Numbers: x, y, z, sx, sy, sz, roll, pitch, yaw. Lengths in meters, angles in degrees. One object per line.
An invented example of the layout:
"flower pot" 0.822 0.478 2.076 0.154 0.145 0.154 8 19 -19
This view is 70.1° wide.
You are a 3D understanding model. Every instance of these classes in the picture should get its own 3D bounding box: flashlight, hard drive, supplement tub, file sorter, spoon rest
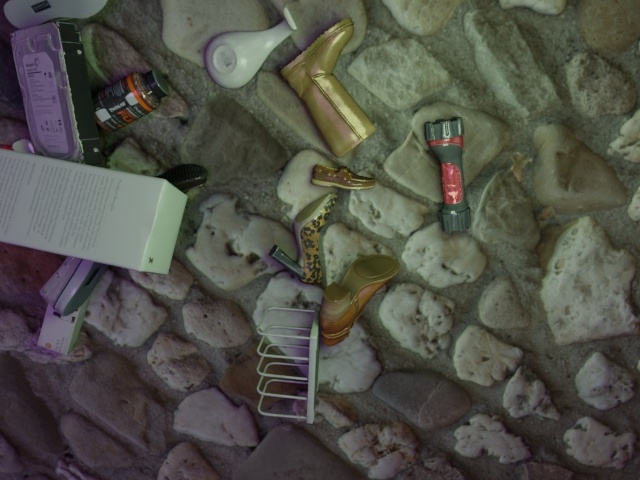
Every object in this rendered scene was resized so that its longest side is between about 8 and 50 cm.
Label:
"flashlight" 0.344 -0.171 1.224 0.103 0.103 0.303 -9 105 4
"hard drive" -0.682 -0.365 1.176 0.237 0.064 0.338 9 109 31
"supplement tub" -0.500 -0.372 1.199 0.198 0.106 0.106 -25 104 10
"file sorter" -0.092 0.359 1.355 0.173 0.193 0.277 3 106 4
"spoon rest" -0.177 -0.495 1.174 0.276 0.084 0.137 -21 104 22

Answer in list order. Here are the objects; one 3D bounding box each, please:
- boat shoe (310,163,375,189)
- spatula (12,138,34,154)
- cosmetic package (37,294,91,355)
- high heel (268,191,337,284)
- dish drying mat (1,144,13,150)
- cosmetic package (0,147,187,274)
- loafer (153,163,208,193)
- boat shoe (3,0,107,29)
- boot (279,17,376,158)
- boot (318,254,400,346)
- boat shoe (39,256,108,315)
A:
"boat shoe" 0.064 -0.175 1.255 0.178 0.064 0.060 6 109 3
"spatula" -0.832 -0.147 1.289 0.168 0.019 0.242 -36 105 -24
"cosmetic package" -0.791 0.232 1.413 0.099 0.060 0.239 22 106 -3
"high heel" 0.000 0.000 1.315 0.186 0.093 0.261 39 96 -27
"dish drying mat" -0.896 -0.231 1.308 0.032 0.008 0.083 11 106 -2
"cosmetic package" -0.602 -0.069 1.158 0.454 0.161 0.230 12 82 6
"loafer" -0.414 -0.150 1.286 0.220 0.080 0.078 -15 138 6
"boat shoe" -0.653 -0.600 1.148 0.268 0.088 0.096 -14 129 12
"boot" 0.058 -0.389 1.185 0.236 0.089 0.269 -33 102 24
"boot" 0.111 0.178 1.327 0.109 0.283 0.220 34 142 30
"boat shoe" -0.682 0.027 1.309 0.156 0.136 0.367 36 97 3
